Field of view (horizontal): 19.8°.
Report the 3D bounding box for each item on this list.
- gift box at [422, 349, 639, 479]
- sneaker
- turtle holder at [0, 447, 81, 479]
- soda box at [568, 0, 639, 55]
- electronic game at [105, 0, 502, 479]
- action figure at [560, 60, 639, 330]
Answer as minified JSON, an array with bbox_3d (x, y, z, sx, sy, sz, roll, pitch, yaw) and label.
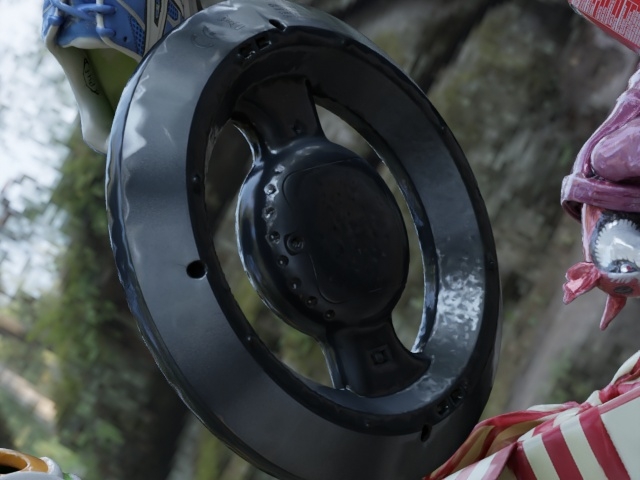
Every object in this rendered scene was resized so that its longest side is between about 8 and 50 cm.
[{"bbox_3d":[0.206,0.181,1.003,0.255,0.258,0.276,-28,-18,15],"label":"gift box"},{"bbox_3d":[-0.101,-0.138,0.916,0.081,0.080,0.211,-63,-31,-51],"label":"sneaker"},{"bbox_3d":[-0.273,0.320,1.492,0.227,0.243,0.320,-43,34,49],"label":"turtle holder"},{"bbox_3d":[0.222,-0.221,0.943,0.092,0.083,0.263,-17,-44,-45],"label":"soda box"},{"bbox_3d":[0.000,0.000,0.816,0.048,0.229,0.229,-23,14,43],"label":"electronic game"},{"bbox_3d":[0.264,-0.109,1.345,0.370,0.276,0.248,-54,-21,-14],"label":"action figure"}]
